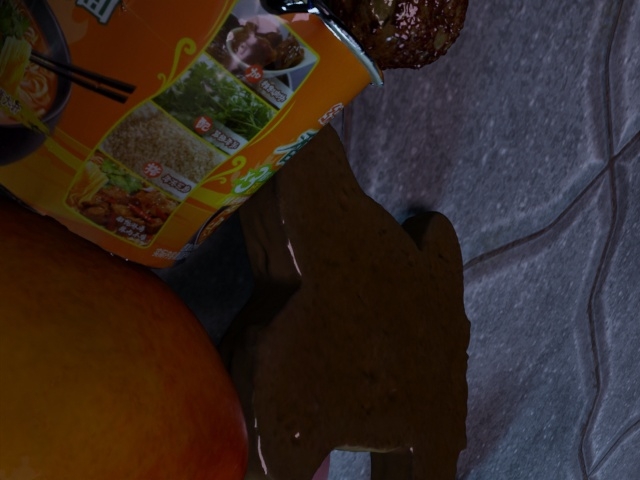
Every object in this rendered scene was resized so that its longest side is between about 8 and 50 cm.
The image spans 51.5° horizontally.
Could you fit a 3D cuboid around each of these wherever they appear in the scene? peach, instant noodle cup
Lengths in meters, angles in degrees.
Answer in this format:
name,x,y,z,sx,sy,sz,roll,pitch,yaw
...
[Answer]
name,x,y,z,sx,sy,sz,roll,pitch,yaw
peach,-0.204,0.104,0.388,0.308,0.289,0.289,-15,125,-17
instant noodle cup,-0.104,-0.105,0.419,0.182,0.230,0.230,-49,138,7

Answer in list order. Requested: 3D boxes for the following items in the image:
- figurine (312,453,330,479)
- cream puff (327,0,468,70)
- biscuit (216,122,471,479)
name,x,y,z,sx,sy,sz,roll,pitch,yaw
figurine,-0.067,0.214,0.671,0.173,0.173,0.173,-22,127,-32
cream puff,0.076,-0.217,0.599,0.149,0.084,0.149,-20,124,-31
biscuit,0.039,0.104,0.661,0.394,0.076,0.368,29,60,-49
